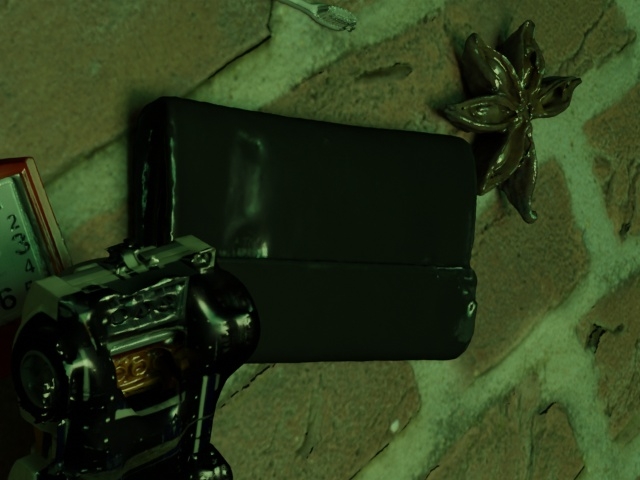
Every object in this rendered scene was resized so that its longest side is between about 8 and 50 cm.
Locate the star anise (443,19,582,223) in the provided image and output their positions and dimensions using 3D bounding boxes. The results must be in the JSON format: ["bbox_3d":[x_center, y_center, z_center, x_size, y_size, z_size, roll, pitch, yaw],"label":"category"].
[{"bbox_3d":[0.190,-0.139,1.625,0.172,0.063,0.208,33,68,-35],"label":"star anise"}]

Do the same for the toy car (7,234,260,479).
[{"bbox_3d":[-0.158,0.144,1.153,0.193,0.118,0.301,-20,131,-45],"label":"toy car"}]

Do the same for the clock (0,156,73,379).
[{"bbox_3d":[-0.248,0.021,1.162,0.113,0.061,0.155,-25,101,-45],"label":"clock"}]

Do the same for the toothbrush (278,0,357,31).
[{"bbox_3d":[-0.070,-0.237,1.387,0.288,0.024,0.021,16,77,-44],"label":"toothbrush"}]

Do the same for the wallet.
[{"bbox_3d":[0.001,0.000,1.413,0.406,0.062,0.228,3,85,-46],"label":"wallet"}]
